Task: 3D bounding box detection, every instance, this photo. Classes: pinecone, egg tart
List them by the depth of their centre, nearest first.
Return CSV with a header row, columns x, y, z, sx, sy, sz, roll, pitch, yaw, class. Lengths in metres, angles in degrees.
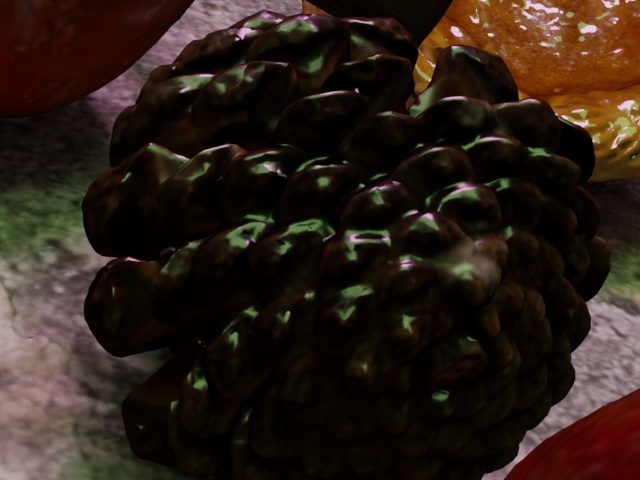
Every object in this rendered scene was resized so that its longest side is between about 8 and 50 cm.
x,y,z,sx,sy,sz,roll,pitch,yaw,class
-0.003,0.002,0.639,0.246,0.246,0.292,4,21,-21,pinecone
0.145,-0.142,0.961,0.352,0.150,0.352,6,45,-6,egg tart

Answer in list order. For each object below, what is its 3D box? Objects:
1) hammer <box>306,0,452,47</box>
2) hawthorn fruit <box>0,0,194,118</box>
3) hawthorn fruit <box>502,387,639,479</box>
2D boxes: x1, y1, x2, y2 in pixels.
x,y,z,sx,sy,sz,roll,pitch,yaw,class
-0.073,-0.228,0.879,0.409,0.242,0.095,33,25,27,hammer
-0.196,-0.211,0.761,0.284,0.284,0.284,12,34,-9,hawthorn fruit
0.172,0.159,0.457,0.265,0.265,0.307,29,29,17,hawthorn fruit
